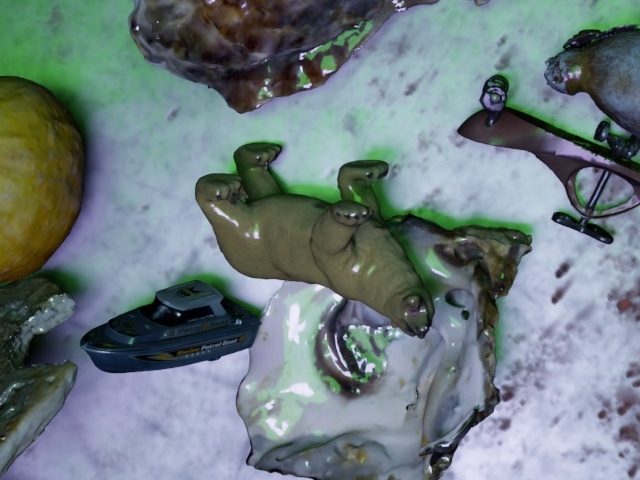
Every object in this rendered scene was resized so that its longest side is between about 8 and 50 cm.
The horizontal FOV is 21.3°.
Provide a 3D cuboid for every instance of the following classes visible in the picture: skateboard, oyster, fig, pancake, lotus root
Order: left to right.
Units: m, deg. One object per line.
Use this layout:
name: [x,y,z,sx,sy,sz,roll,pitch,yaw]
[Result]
pancake: [-0.275,0.122,1.225,0.254,0.253,0.037,-33,120,8]
fig: [-0.253,-0.060,1.195,0.159,0.257,0.159,-1,77,4]
oyster: [-0.024,-0.209,1.234,0.275,0.100,0.271,43,112,0]
oyster: [0.043,0.086,1.240,0.223,0.083,0.214,1,73,31]
skateboard: [0.171,-0.056,1.233,0.151,0.067,0.080,23,104,3]
lotus root: [0.242,-0.108,1.206,0.165,0.088,0.088,26,95,14]

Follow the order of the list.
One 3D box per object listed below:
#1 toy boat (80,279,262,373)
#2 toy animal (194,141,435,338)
toy boat: [-0.114,0.067,1.235,0.055,0.141,0.060,29,120,44]
toy animal: [0.000,0.000,1.205,0.219,0.103,0.101,11,114,39]
